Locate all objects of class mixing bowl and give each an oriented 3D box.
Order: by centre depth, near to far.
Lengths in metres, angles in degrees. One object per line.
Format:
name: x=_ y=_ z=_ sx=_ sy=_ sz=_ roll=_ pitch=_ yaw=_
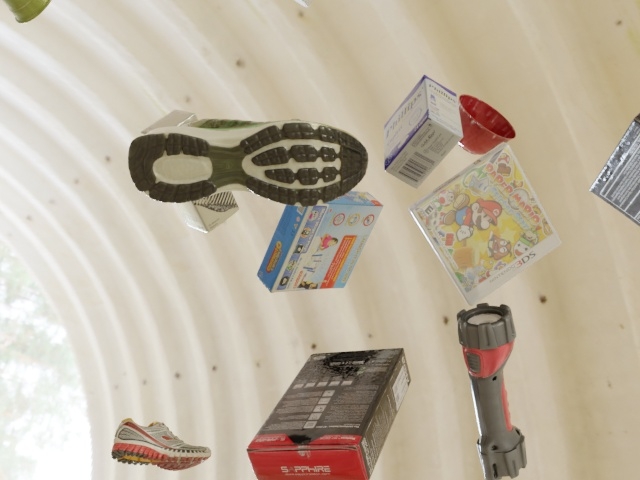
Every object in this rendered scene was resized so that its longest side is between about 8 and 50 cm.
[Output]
mixing bowl: x=0.413 y=-0.290 z=1.954 sx=0.098 sy=0.181 sz=0.181 roll=-56 pitch=-150 yaw=33

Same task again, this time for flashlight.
flashlight: x=0.310 y=0.265 z=1.309 sx=0.103 sy=0.304 sz=0.103 roll=-11 pitch=-163 yaw=9

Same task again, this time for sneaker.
sneaker: x=-0.121 y=-0.167 z=1.314 sx=0.182 sy=0.410 sz=0.158 roll=-93 pitch=-174 yaw=-60
sneaker: x=-0.333 y=0.433 z=1.592 sx=0.088 sy=0.225 sz=0.092 roll=-37 pitch=-137 yaw=38

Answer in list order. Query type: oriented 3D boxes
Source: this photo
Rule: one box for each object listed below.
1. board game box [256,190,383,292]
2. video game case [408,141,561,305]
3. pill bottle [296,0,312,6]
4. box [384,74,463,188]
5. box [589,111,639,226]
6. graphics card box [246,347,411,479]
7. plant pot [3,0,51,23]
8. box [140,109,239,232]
board game box: x=0.000 y=0.000 z=2.181 sx=0.086 sy=0.302 sz=0.308 roll=43 pitch=-61 yaw=37
video game case: x=0.296 y=-0.025 z=1.322 sx=0.206 sy=0.227 sz=0.026 roll=-35 pitch=-160 yaw=0
pill bottle: x=0.000 y=-0.647 z=1.550 sx=0.283 sy=0.161 sz=0.161 roll=-53 pitch=-148 yaw=8
box: x=0.167 y=-0.181 z=1.232 sx=0.126 sy=0.072 sz=0.137 roll=-50 pitch=-158 yaw=36
box: x=0.746 y=-0.132 z=1.476 sx=0.183 sy=0.296 sz=0.294 roll=-43 pitch=-108 yaw=-15
graphics card box: x=0.031 y=0.349 z=1.520 sx=0.233 sy=0.094 sz=0.371 roll=-8 pitch=-161 yaw=22
plant pot: x=-0.430 y=-0.363 z=1.043 sx=0.083 sy=0.079 sz=0.083 roll=-17 pitch=-125 yaw=26
box: x=-0.304 y=-0.162 z=1.753 sx=0.113 sy=0.275 sz=0.094 roll=-41 pitch=-143 yaw=-26
